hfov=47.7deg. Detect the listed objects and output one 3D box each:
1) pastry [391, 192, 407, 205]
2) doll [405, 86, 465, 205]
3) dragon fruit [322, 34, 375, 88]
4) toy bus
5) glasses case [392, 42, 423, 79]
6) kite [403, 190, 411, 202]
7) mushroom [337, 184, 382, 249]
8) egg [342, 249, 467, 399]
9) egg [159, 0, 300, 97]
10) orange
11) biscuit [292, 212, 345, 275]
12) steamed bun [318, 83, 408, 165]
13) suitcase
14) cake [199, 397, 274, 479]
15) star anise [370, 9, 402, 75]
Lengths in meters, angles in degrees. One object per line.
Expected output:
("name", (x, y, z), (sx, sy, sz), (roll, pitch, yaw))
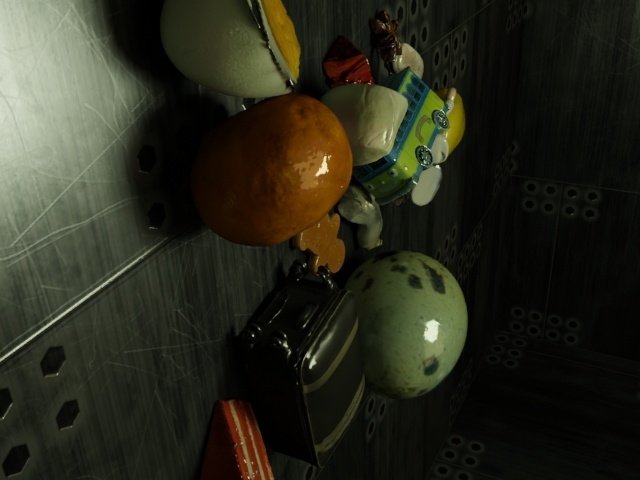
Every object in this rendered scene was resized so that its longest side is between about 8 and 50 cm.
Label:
("pastry", (0.182, -0.172, 1.972), (0.112, 0.103, 0.265), (-61, 162, 4))
("doll", (0.326, -0.283, 2.120), (0.423, 0.161, 0.348), (-75, -173, -81))
("dragon fruit", (0.060, -0.374, 1.689), (0.092, 0.122, 0.192), (-33, 150, -2))
("toy bus", (0.184, -0.258, 1.788), (0.190, 0.152, 0.312), (41, 51, -18))
("glasses case", (0.246, -0.494, 2.032), (0.204, 0.051, 0.081), (6, 94, -66))
("kite", (0.307, -0.184, 2.276), (0.156, 0.011, 0.139), (-56, -171, 8))
("mushroom", (0.114, -0.062, 1.888), (0.096, 0.099, 0.278), (-65, 156, -17))
("egg", (0.211, 0.219, 1.885), (0.428, 0.345, 0.345), (-88, 171, -50))
("egg", (-0.146, -0.336, 1.115), (0.286, 0.174, 0.264), (-82, 152, -63))
("orange", (-0.079, -0.116, 1.216), (0.226, 0.284, 0.284), (57, 34, -3))
("biscuit", (-0.001, 0.000, 1.731), (0.250, 0.036, 0.165), (50, 56, -56))
("steamed bun", (0.065, -0.257, 1.559), (0.153, 0.239, 0.169), (23, 79, -25))
("suitcase", (-0.023, 0.286, 1.621), (0.283, 0.194, 0.433), (-54, 147, -42))
("cake", (-0.195, 0.474, 1.499), (0.158, 0.160, 0.262), (24, 44, -65))
("star anise", (0.175, -0.489, 1.847), (0.097, 0.070, 0.190), (-44, 120, -55))
